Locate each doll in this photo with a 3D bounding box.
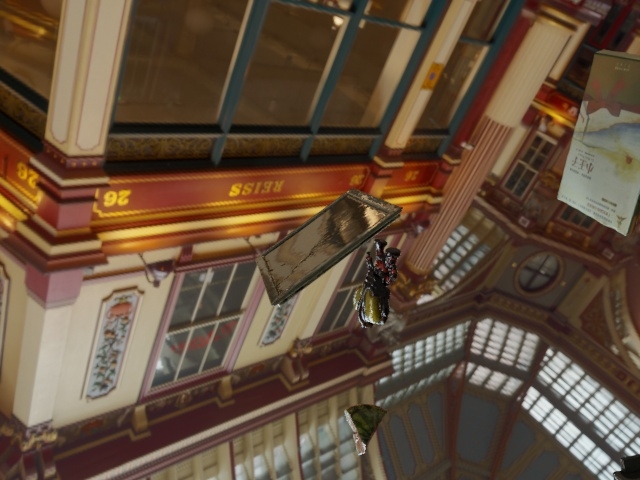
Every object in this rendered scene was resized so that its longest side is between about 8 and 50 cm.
[{"bbox_3d":[0.142,0.122,1.522,0.088,0.249,0.127,10,-156,-9],"label":"doll"}]

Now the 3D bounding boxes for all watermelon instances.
[{"bbox_3d":[0.072,0.329,1.049,0.069,0.163,0.087,29,-114,13],"label":"watermelon"}]

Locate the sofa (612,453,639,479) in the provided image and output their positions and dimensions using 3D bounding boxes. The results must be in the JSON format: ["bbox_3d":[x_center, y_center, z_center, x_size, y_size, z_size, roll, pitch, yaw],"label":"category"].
[{"bbox_3d":[0.639,0.459,1.097,0.085,0.060,0.147,-7,-171,-12],"label":"sofa"}]

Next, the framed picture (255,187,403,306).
[{"bbox_3d":[0.000,0.000,0.938,0.018,0.231,0.293,54,178,-15],"label":"framed picture"}]

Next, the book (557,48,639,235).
[{"bbox_3d":[0.519,-0.178,1.020,0.026,0.290,0.201,-2,-156,-15],"label":"book"}]
